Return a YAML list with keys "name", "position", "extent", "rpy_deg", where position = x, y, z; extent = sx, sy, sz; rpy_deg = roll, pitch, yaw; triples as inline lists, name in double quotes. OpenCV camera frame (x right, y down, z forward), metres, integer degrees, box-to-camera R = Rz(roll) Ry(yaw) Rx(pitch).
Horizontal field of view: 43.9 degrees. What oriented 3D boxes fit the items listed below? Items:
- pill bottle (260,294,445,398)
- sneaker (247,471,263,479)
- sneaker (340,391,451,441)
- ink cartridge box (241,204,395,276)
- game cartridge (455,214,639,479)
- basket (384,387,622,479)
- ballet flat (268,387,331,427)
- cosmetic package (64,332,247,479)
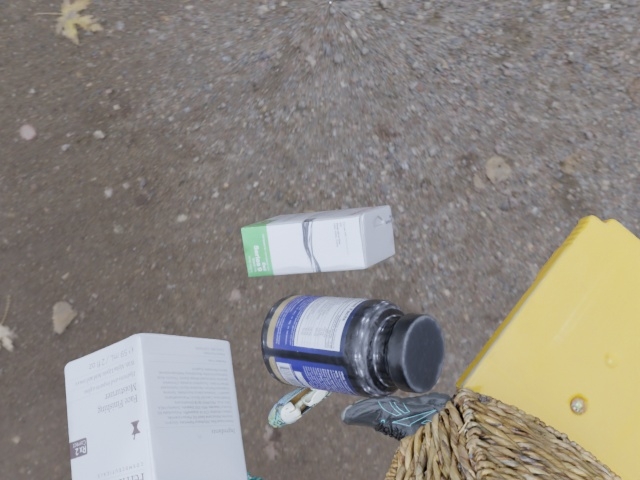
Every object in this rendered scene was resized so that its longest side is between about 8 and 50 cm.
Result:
- name: "pill bottle"
  position: [0.040, 0.133, 1.003]
  extent: [0.219, 0.122, 0.123]
  rpy_deg: [1, 111, 40]
- name: "sneaker"
  position: [-0.137, 0.390, 1.214]
  extent: [0.110, 0.107, 0.275]
  rpy_deg: [-33, 73, 1]
- name: "sneaker"
  position: [0.181, 0.409, 1.807]
  extent: [0.267, 0.101, 0.106]
  rpy_deg: [-2, 64, -8]
- name: "ink cartridge box"
  position: [0.000, 0.000, 1.791]
  extent: [0.289, 0.211, 0.122]
  rpy_deg: [-5, 97, 24]
- name: "game cartridge"
  position: [0.391, 0.165, 1.094]
  extent: [0.285, 0.053, 0.324]
  rpy_deg: [40, 79, 0]
- name: "basket"
  position: [0.207, 0.336, 0.902]
  extent: [0.299, 0.213, 0.223]
  rpy_deg: [31, 111, -16]
- name: "ballet flat"
  position: [-0.045, 0.386, 1.891]
  extent: [0.188, 0.070, 0.070]
  rpy_deg: [-41, 102, -1]
- name: "cosmetic package"
  position: [-0.202, 0.225, 0.971]
  extent: [0.151, 0.151, 0.184]
  rpy_deg: [-25, 66, 33]
